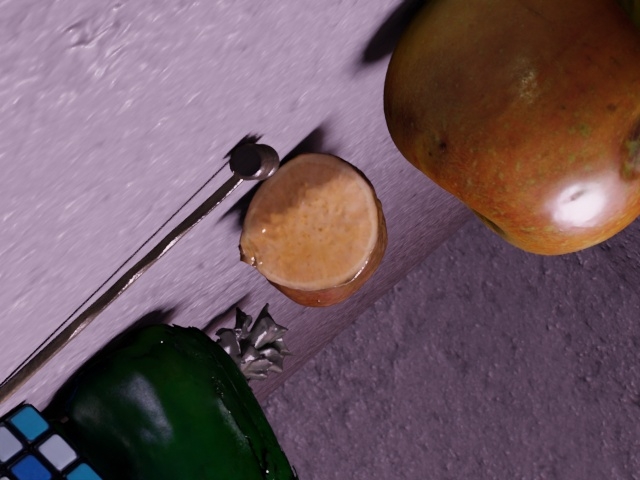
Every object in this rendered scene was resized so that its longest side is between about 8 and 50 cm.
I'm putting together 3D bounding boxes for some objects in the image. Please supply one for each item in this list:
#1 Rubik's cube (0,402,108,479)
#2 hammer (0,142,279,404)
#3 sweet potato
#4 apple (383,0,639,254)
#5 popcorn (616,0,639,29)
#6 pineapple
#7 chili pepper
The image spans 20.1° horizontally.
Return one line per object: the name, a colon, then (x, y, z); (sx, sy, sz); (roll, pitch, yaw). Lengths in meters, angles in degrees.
Rubik's cube: (-0.271, 0.285, 1.524); (0.182, 0.187, 0.184); (-38, 170, -47)
hammer: (-0.145, 0.028, 1.369); (0.292, 0.029, 0.058); (-42, 173, 10)
sweet potato: (0.003, -0.001, 1.676); (0.131, 0.131, 0.337); (-43, 173, -1)
apple: (0.169, -0.113, 1.413); (0.207, 0.237, 0.237); (-49, 174, 4)
popcorn: (0.377, -0.257, 1.467); (0.334, 0.293, 0.292); (-40, -177, 18)
pineapple: (-0.126, 0.168, 2.057); (0.248, 0.128, 0.128); (-42, 175, -45)
chili pepper: (-0.145, 0.224, 1.696); (0.248, 0.257, 0.233); (-45, 162, 29)
